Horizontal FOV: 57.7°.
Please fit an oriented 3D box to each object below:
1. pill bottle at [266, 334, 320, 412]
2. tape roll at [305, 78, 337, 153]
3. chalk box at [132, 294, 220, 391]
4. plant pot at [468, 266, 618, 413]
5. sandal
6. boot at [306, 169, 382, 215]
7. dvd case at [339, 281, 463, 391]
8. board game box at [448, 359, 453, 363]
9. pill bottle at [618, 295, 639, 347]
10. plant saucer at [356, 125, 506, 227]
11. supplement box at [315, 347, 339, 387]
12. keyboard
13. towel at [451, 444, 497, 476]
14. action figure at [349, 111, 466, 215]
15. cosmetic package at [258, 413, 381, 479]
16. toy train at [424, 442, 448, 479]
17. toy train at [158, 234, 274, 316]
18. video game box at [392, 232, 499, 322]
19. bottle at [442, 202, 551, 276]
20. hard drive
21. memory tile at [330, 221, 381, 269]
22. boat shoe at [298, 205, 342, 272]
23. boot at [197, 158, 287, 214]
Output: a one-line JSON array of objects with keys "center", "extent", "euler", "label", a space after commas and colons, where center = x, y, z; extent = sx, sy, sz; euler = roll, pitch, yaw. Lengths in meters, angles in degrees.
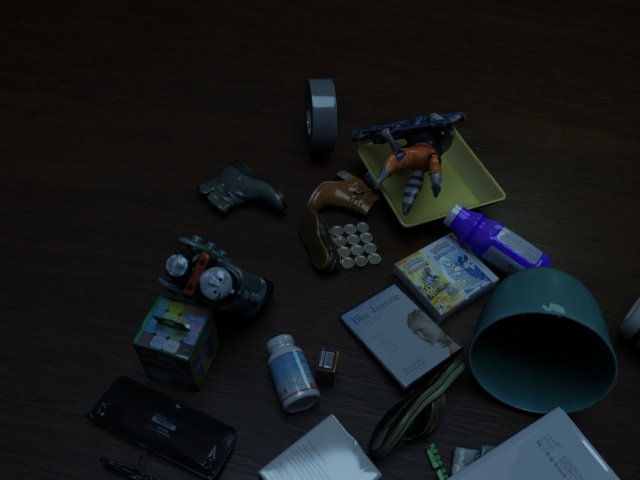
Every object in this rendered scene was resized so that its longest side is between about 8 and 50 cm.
[{"center": [-0.066, 0.294, 1.296], "extent": [0.087, 0.087, 0.160], "euler": [-15, 55, -15], "label": "pill bottle"}, {"center": [-0.001, -0.373, 1.744], "extent": [0.072, 0.219, 0.219], "euler": [-4, 52, -6], "label": "tape roll"}, {"center": [-0.311, 0.213, 1.263], "extent": [0.132, 0.213, 0.132], "euler": [15, 52, 8], "label": "chalk box"}, {"center": [0.492, 0.198, 1.298], "extent": [0.292, 0.293, 0.235], "euler": [17, 38, 10], "label": "plant pot"}, {"center": [0.227, 0.365, 1.248], "extent": [0.302, 0.120, 0.086], "euler": [-33, 82, -29], "label": "sandal"}, {"center": [0.068, -0.110, 1.637], "extent": [0.152, 0.073, 0.197], "euler": [37, 61, 18], "label": "boot"}, {"center": [0.190, 0.221, 1.390], "extent": [0.180, 0.022, 0.253], "euler": [-29, 51, -22], "label": "dvd case"}, {"center": [0.261, 0.258, 1.389], "extent": [0.090, 0.020, 0.090], "euler": [-8, 52, -10], "label": "board game box"}, {"center": [0.895, 0.237, 1.342], "extent": [0.334, 0.188, 0.188], "euler": [36, 58, 23], "label": "pill bottle"}, {"center": [0.311, -0.176, 1.698], "extent": [0.332, 0.081, 0.333], "euler": [-16, 55, -15], "label": "plant saucer"}, {"center": [0.014, 0.287, 1.309], "extent": [0.043, 0.083, 0.055], "euler": [10, 52, 5], "label": "supplement box"}, {"center": [-0.349, 0.421, 1.214], "extent": [0.317, 0.033, 0.202], "euler": [21, 47, 13], "label": "keyboard"}, {"center": [0.407, 0.571, 1.130], "extent": [0.312, 0.056, 0.324], "euler": [8, 51, 2], "label": "towel"}, {"center": [0.237, -0.237, 1.630], "extent": [0.341, 0.179, 0.330], "euler": [0, 39, 31], "label": "action figure"}, {"center": [-0.003, 0.469, 1.121], "extent": [0.183, 0.151, 0.151], "euler": [-30, 60, -24], "label": "cosmetic package"}, {"center": [0.244, 0.469, 1.224], "extent": [0.023, 0.017, 0.083], "euler": [-19, 55, -5], "label": "toy train"}, {"center": [-0.225, 0.092, 1.311], "extent": [0.190, 0.334, 0.142], "euler": [23, 83, 12], "label": "toy train"}, {"center": [0.325, 0.091, 1.510], "extent": [0.205, 0.048, 0.187], "euler": [-27, 56, -23], "label": "video game box"}, {"center": [0.453, 0.008, 1.511], "extent": [0.282, 0.118, 0.092], "euler": [36, 74, 10], "label": "bottle"}, {"center": [0.423, 0.494, 1.140], "extent": [0.318, 0.040, 0.210], "euler": [-22, 59, -22], "label": "hard drive"}, {"center": [0.093, 0.013, 1.577], "extent": [0.113, 0.012, 0.148], "euler": [-9, 54, -11], "label": "memory tile"}, {"center": [0.000, 0.000, 1.552], "extent": [0.073, 0.073, 0.207], "euler": [17, 44, -41], "label": "boat shoe"}, {"center": [-0.222, -0.118, 1.629], "extent": [0.246, 0.083, 0.161], "euler": [35, 64, 28], "label": "boot"}]
